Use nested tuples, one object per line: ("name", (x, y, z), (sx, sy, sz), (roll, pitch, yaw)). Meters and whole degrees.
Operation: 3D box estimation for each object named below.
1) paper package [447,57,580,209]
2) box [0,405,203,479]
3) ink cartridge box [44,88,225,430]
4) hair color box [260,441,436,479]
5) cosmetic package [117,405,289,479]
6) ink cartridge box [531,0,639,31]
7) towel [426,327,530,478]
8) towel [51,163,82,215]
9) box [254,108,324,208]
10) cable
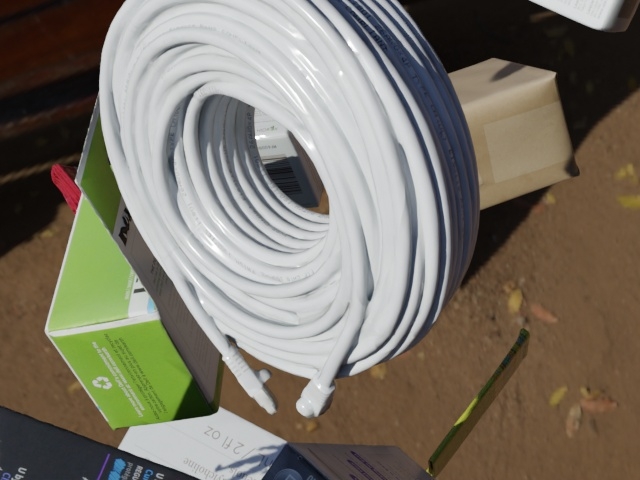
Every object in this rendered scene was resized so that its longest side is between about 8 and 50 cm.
("paper package", (0.198, -0.156, 1.749), (0.324, 0.168, 0.309), (-20, 18, -5))
("box", (-0.136, 0.228, 0.666), (0.270, 0.165, 0.143), (20, 46, -3))
("ink cartridge box", (-0.156, -0.006, 0.857), (0.097, 0.255, 0.189), (-11, 43, 13))
("hair color box", (0.067, 0.328, 1.255), (0.185, 0.339, 0.110), (38, 95, 26))
("cosmetic package", (-0.147, 0.477, 1.621), (0.329, 0.327, 0.394), (22, 75, 25))
("ink cartridge box", (0.197, -0.312, 0.957), (0.232, 0.189, 0.066), (35, 28, 33))
("towel", (0.225, 0.231, 1.570), (0.021, 0.102, 0.237), (33, 73, 21))
("towel", (-0.259, -0.063, 1.667), (0.274, 0.031, 0.199), (7, 16, -27))
("box", (-0.053, -0.092, 1.074), (0.102, 0.101, 0.087), (-3, 48, 20))
("cable", (-0.021, -0.043, 0.639), (0.089, 0.257, 0.257), (-32, 81, -39))
